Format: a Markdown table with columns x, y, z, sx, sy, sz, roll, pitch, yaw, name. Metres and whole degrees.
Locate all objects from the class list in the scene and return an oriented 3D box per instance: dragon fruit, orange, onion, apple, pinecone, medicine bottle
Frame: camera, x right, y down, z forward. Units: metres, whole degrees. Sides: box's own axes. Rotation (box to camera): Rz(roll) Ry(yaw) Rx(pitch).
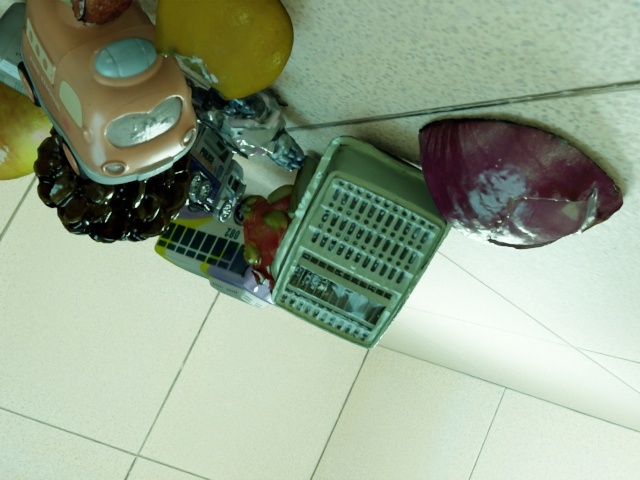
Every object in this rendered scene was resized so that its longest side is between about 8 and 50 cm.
| x | y | z | sx | sy | sz | roll | pitch | yaw | name |
| --- | --- | --- | --- | --- | --- | --- | --- | --- | --- |
| -0.014 | 0.008 | 1.391 | 0.243 | 0.227 | 0.307 | -32 | 124 | 31 | dragon fruit |
| -0.108 | -0.227 | 0.749 | 0.156 | 0.134 | 0.156 | 25 | 156 | 12 | orange |
| 0.241 | -0.048 | 0.863 | 0.250 | 0.111 | 0.247 | 35 | 167 | -34 | onion |
| -0.605 | -0.255 | 1.337 | 0.286 | 0.286 | 0.233 | 13 | 134 | 48 | apple |
| -0.338 | -0.102 | 1.096 | 0.243 | 0.243 | 0.257 | 26 | -151 | -2 | pinecone |
| -0.447 | -0.293 | 1.165 | 0.215 | 0.135 | 0.135 | 30 | 168 | -21 | medicine bottle |

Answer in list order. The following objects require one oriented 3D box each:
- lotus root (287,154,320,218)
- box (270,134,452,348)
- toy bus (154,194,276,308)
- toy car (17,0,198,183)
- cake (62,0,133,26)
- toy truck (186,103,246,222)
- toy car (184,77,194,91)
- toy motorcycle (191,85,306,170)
| x | y | z | sx | sy | sz | roll | pitch | yaw | name |
| --- | --- | --- | --- | --- | --- | --- | --- | --- | --- |
| 0.058 | -0.052 | 1.206 | 0.234 | 0.119 | 0.138 | 21 | 168 | 13 | lotus root |
| 0.061 | 0.004 | 1.032 | 0.220 | 0.290 | 0.166 | 27 | -150 | -1 | box |
| -0.221 | 0.021 | 1.808 | 0.440 | 0.249 | 0.209 | 15 | 165 | 42 | toy bus |
| -0.279 | -0.223 | 0.894 | 0.270 | 0.180 | 0.212 | 57 | 156 | 9 | toy car |
| -0.263 | -0.317 | 0.708 | 0.086 | 0.117 | 0.220 | 30 | 171 | 9 | cake |
| -0.239 | -0.149 | 1.341 | 0.124 | 0.155 | 0.268 | 22 | 171 | 17 | toy truck |
| -0.253 | -0.237 | 1.172 | 0.055 | 0.069 | 0.142 | 28 | 169 | -30 | toy car |
| -0.091 | -0.175 | 1.027 | 0.204 | 0.108 | 0.239 | 35 | -169 | -21 | toy motorcycle |
